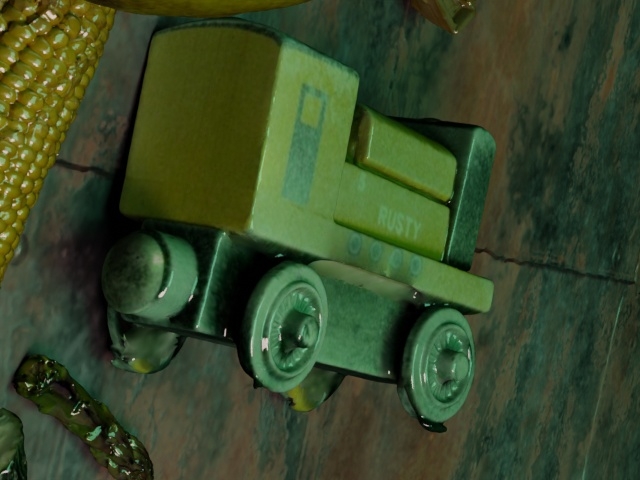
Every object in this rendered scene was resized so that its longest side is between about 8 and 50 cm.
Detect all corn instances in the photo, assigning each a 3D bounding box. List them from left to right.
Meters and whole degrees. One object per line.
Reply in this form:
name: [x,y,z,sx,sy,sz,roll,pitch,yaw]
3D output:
corn: [-0.202,-0.056,0.928,0.106,0.106,0.293,32,74,-53]

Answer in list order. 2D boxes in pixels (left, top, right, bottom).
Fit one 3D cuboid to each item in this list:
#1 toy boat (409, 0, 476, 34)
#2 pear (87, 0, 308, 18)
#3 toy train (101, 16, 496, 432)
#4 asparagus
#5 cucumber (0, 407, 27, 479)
toy boat: [0.092,-0.268,1.268,0.068,0.088,0.226,-48,135,-35]
pear: [-0.087,-0.259,0.831,0.375,0.287,0.287,37,66,-10]
toy train: [0.000,0.000,1.182,0.397,0.160,0.253,20,79,-53]
asparagus: [-0.158,0.132,1.108,0.165,0.030,0.036,55,33,-44]
cucumber: [-0.219,0.224,1.018,0.074,0.074,0.241,-25,122,-48]
